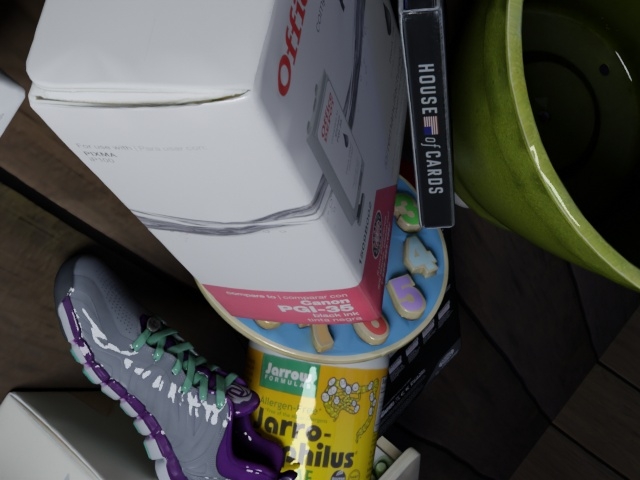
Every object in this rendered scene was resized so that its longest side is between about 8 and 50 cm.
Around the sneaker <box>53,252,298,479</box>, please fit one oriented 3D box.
[{"bbox_3d":[-0.100,0.095,0.709,0.224,0.098,0.083,61,24,-20],"label":"sneaker"}]

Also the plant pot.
[{"bbox_3d":[0.257,-0.124,0.807,0.366,0.366,0.353,-49,-172,-9],"label":"plant pot"}]

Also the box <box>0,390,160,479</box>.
[{"bbox_3d":[-0.156,0.219,0.840,0.148,0.121,0.311,-57,153,7],"label":"box"}]

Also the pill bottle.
[{"bbox_3d":[-0.007,0.129,0.795,0.117,0.117,0.209,9,90,-61],"label":"pill bottle"}]

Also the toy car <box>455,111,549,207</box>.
[{"bbox_3d":[0.222,-0.094,1.068,0.182,0.136,0.159,5,118,-60],"label":"toy car"}]

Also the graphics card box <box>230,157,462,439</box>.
[{"bbox_3d":[0.043,0.096,1.050,0.233,0.094,0.371,-45,151,-15],"label":"graphics card box"}]

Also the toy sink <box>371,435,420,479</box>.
[{"bbox_3d":[0.028,0.318,1.251,0.153,0.131,0.234,-44,157,-19],"label":"toy sink"}]

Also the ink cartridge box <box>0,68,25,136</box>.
[{"bbox_3d":[-0.222,-0.087,0.391,0.060,0.104,0.180,-55,153,6],"label":"ink cartridge box"}]

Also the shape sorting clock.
[{"bbox_3d":[0.000,0.000,0.743,0.206,0.206,0.040,-34,156,-34],"label":"shape sorting clock"}]

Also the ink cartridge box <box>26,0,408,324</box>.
[{"bbox_3d":[-0.033,-0.094,0.582,0.283,0.117,0.207,59,36,-62],"label":"ink cartridge box"}]

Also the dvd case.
[{"bbox_3d":[0.076,-0.155,0.691,0.179,0.029,0.239,78,13,-46],"label":"dvd case"}]
